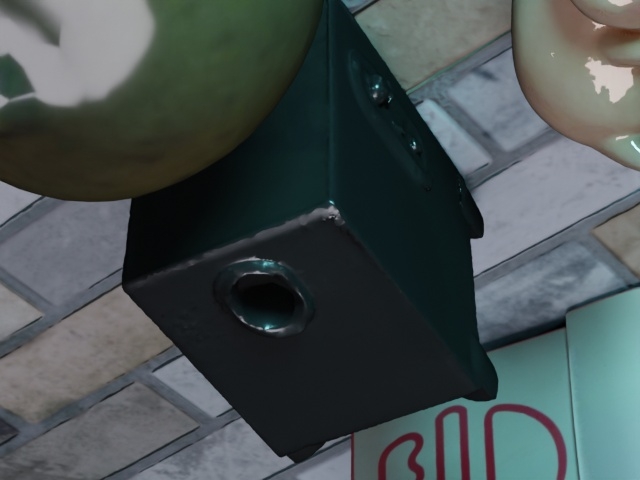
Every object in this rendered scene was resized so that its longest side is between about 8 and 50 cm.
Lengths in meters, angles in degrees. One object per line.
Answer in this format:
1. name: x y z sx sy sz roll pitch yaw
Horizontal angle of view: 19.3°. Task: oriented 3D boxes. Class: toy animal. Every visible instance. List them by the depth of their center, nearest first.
1. toy animal: 0.208 -0.179 1.268 0.154 0.166 0.250 34 136 27

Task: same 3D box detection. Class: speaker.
1. speaker: 0.000 0.000 1.390 0.184 0.232 0.254 -20 132 21

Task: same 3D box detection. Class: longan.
1. longan: -0.166 -0.195 1.117 0.361 0.361 0.361 -1 136 -1

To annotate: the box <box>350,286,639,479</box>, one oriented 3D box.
1. box: 0.220 0.283 1.631 0.300 0.312 0.314 -20 132 21
